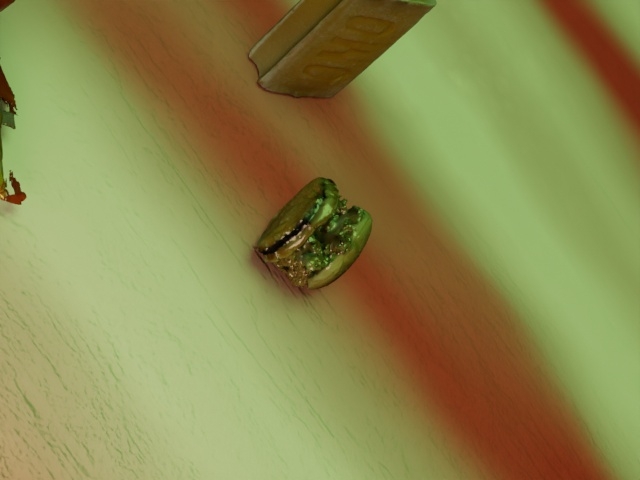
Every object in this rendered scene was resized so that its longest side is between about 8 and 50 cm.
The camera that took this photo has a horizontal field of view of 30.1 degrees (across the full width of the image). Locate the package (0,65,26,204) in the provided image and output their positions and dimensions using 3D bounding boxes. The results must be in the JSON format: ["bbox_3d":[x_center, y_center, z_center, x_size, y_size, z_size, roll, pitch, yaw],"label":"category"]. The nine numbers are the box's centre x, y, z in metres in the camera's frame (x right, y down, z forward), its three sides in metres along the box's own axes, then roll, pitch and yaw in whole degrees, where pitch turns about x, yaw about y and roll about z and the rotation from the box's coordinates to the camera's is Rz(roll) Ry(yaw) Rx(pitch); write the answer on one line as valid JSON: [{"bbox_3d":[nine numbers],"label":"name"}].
[{"bbox_3d":[-0.494,-0.168,1.468,0.288,0.108,0.223,10,60,-39],"label":"package"}]

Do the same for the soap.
[{"bbox_3d":[0.033,-0.335,1.889,0.173,0.274,0.089,1,63,-39],"label":"soap"}]

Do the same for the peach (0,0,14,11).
[{"bbox_3d":[-0.507,-0.437,1.466,0.406,0.310,0.335,41,10,6],"label":"peach"}]

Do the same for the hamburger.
[{"bbox_3d":[0.000,0.000,1.737,0.131,0.159,0.185,45,25,-12],"label":"hamburger"}]
